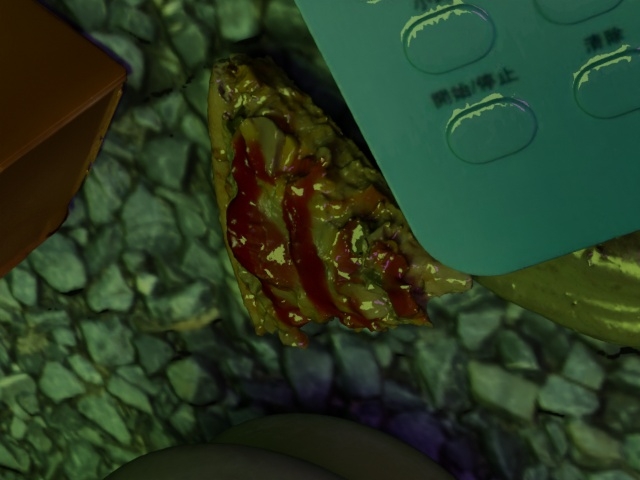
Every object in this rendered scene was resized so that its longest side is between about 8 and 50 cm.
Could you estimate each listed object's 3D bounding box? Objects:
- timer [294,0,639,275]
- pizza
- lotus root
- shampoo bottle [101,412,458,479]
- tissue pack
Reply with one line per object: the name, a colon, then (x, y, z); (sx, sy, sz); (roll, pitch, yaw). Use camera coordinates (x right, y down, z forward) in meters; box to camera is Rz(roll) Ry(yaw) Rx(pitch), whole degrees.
timer: (0.103, -0.123, 0.657); (0.232, 0.091, 0.250); (-20, 126, 20)
pizza: (0.000, 0.000, 0.860); (0.199, 0.062, 0.188); (23, 133, 46)
lotus root: (0.141, 0.001, 0.800); (0.183, 0.077, 0.090); (22, 136, 26)
shampoo bottle: (-0.041, 0.279, 0.928); (0.323, 0.317, 0.322); (15, 123, 25)
tissue pack: (-0.288, -0.091, 0.937); (0.274, 0.194, 0.145); (37, 135, 8)
